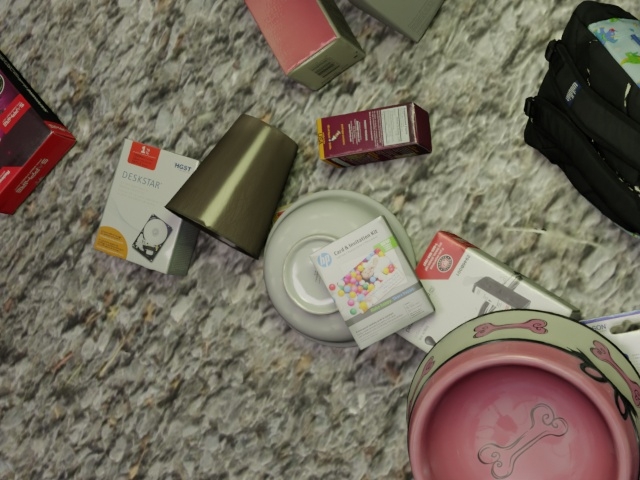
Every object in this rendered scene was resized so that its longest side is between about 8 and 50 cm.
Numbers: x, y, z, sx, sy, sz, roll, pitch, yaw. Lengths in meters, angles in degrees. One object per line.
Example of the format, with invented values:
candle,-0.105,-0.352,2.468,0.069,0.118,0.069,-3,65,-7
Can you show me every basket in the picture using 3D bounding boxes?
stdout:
basket,-0.151,-0.111,1.953,0.204,0.154,0.227,30,84,-14

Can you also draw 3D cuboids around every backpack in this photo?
backpack,0.508,-0.162,1.623,0.355,0.273,0.290,-106,25,-50

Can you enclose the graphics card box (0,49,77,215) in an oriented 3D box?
graphics card box,-0.721,-0.265,2.233,0.233,0.094,0.371,-46,71,13

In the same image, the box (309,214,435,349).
box,0.088,0.071,1.767,0.145,0.038,0.186,-28,87,10

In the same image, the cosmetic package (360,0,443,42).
cosmetic package,0.111,-0.499,1.767,0.156,0.385,0.217,35,98,20

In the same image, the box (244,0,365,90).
box,-0.040,-0.420,1.947,0.127,0.148,0.232,-33,74,17

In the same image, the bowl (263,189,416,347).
bowl,0.016,0.057,1.873,0.298,0.134,0.297,1,94,16

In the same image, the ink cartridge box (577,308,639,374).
ink cartridge box,0.541,0.279,1.711,0.165,0.065,0.332,-13,83,20

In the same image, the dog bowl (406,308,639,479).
dog bowl,0.319,0.322,1.642,0.408,0.150,0.408,4,102,17

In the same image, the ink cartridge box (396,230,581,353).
ink cartridge box,0.281,0.135,1.796,0.273,0.114,0.197,32,98,19

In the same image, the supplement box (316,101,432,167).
supplement box,0.099,-0.192,1.898,0.188,0.104,0.080,-8,83,20

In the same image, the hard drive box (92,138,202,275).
hard drive box,-0.329,-0.066,2.065,0.181,0.089,0.232,17,92,21

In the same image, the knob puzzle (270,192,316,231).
knob puzzle,0.000,0.000,1.963,0.213,0.030,0.213,-2,85,21
